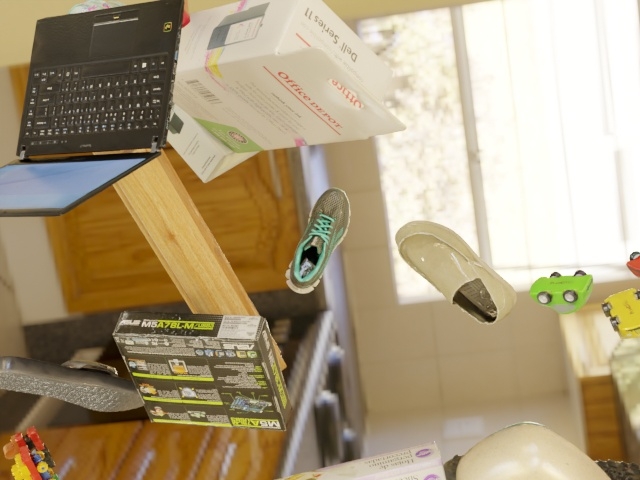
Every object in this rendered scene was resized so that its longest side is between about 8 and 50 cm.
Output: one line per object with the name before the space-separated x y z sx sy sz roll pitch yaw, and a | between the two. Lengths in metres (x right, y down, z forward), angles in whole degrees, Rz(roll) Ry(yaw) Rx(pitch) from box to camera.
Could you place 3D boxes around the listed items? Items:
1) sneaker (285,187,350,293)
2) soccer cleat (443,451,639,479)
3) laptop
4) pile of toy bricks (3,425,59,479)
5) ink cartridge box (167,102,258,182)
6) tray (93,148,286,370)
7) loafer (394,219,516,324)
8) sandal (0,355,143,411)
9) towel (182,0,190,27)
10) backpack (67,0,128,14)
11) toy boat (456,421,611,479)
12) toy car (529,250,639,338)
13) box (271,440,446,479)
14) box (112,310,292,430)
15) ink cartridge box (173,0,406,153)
sneaker | 0.000 0.000 1.723 0.076 0.065 0.166 96 15 -86
soccer cleat | 0.343 0.394 1.791 0.108 0.318 0.116 -61 153 -71
laptop | -0.286 -0.141 1.239 0.137 0.234 0.264 18 76 -53
pile of toy bricks | -0.390 0.359 1.564 0.118 0.105 0.212 47 -21 56
ink cartridge box | -0.187 -0.217 1.870 0.208 0.087 0.153 50 47 6
tray | -0.191 0.003 1.606 0.203 0.076 0.411 44 -15 55
loafer | 0.254 0.062 2.194 0.102 0.268 0.092 -53 -175 29
sandal | -0.349 0.193 1.668 0.254 0.097 0.054 21 55 -37
towel | -0.265 -0.423 1.602 0.275 0.031 0.199 54 8 -25
backpack | -0.357 -0.296 1.870 0.182 0.152 0.115 -59 167 23
toy boat | 0.360 0.322 1.573 0.267 0.318 0.148 52 24 -15
toy car | 0.426 0.079 1.761 0.239 0.225 0.053 -50 124 -43
box | 0.025 0.373 1.732 0.063 0.324 0.067 -104 -179 -75
box | -0.145 0.166 1.471 0.184 0.191 0.045 75 22 -45
ink cartridge box | -0.048 -0.234 1.630 0.207 0.353 0.119 39 63 -38
